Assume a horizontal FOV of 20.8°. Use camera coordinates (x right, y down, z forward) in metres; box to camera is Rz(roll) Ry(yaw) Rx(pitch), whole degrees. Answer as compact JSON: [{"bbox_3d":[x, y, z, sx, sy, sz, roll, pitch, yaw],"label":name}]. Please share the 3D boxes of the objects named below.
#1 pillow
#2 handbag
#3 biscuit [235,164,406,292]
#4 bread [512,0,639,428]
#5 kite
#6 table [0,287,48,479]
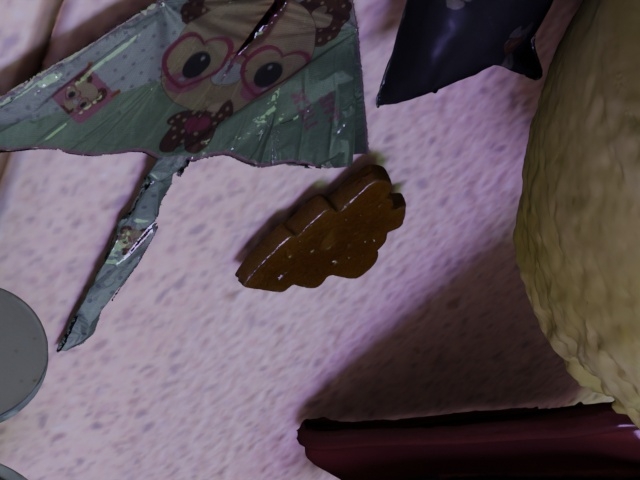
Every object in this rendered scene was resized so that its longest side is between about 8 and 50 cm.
[{"bbox_3d":[0.074,-0.121,0.708,0.090,0.048,0.150,-35,152,-41],"label":"pillow"},{"bbox_3d":[0.157,0.120,0.951,0.275,0.084,0.260,-1,172,-45],"label":"handbag"},{"bbox_3d":[0.000,0.000,0.828,0.092,0.016,0.082,-23,151,-17],"label":"biscuit"},{"bbox_3d":[0.243,-0.028,0.750,0.320,0.320,0.237,-25,141,-16],"label":"bread"},{"bbox_3d":[-0.061,-0.038,0.725,0.229,0.012,0.250,-1,134,-43],"label":"kite"},{"bbox_3d":[-0.183,0.111,0.686,0.166,0.166,0.198,-23,153,-19],"label":"table"}]
